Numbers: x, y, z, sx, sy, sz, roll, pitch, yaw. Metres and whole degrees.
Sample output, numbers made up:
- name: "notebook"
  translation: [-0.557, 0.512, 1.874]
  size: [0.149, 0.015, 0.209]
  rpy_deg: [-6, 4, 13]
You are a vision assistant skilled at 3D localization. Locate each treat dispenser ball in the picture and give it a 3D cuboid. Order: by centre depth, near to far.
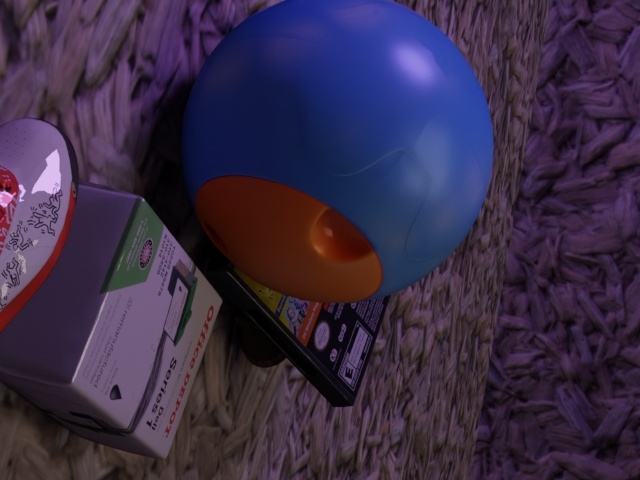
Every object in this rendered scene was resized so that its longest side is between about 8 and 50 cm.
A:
- name: "treat dispenser ball"
  translation: [0.015, -0.085, 1.271]
  size: [0.288, 0.288, 0.288]
  rpy_deg: [12, 90, -72]

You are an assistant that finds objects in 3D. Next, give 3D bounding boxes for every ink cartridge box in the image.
- name: "ink cartridge box"
  translation: [-0.172, 0.070, 1.124]
  size: [0.219, 0.092, 0.160]
  rpy_deg: [59, 46, -63]

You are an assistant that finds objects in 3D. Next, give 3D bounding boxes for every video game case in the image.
- name: "video game case"
  translation: [0.000, 0.000, 1.505]
  size: [0.248, 0.035, 0.275]
  rpy_deg: [49, 47, -36]

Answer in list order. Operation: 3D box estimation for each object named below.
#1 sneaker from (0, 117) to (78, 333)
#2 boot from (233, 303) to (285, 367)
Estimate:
- name: "sneaker"
  translation: [-0.244, 0.000, 0.873]
  size: [0.145, 0.090, 0.270]
  rpy_deg: [76, 34, -57]
- name: "boot"
  translation: [-0.034, 0.025, 1.520]
  size: [0.106, 0.082, 0.219]
  rpy_deg: [66, 41, -64]
